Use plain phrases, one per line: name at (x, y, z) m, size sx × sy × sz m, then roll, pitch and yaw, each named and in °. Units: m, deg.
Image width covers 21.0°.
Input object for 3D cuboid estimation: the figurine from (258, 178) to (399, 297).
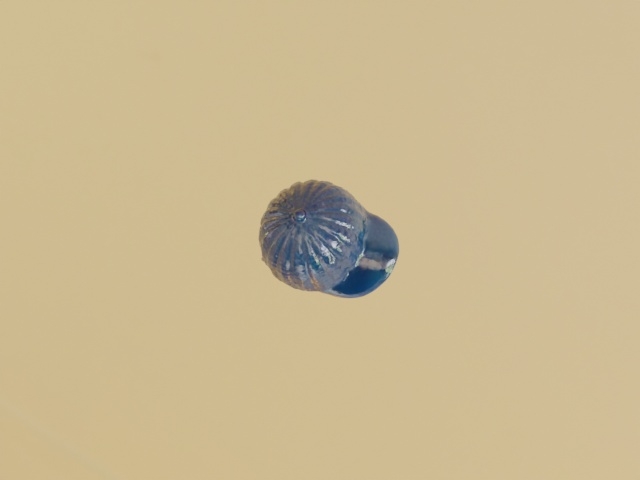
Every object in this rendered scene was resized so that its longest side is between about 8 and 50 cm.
figurine at (0.000, 0.000, 1.178) m, size 0.087 × 0.086 × 0.149 m, roll 63°, pitch -5°, yaw -3°
